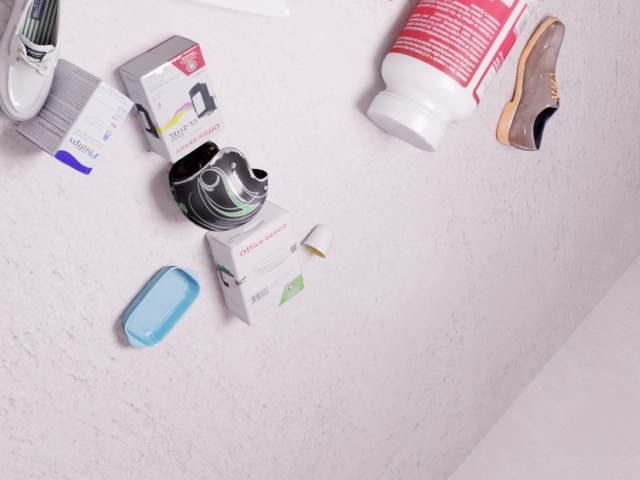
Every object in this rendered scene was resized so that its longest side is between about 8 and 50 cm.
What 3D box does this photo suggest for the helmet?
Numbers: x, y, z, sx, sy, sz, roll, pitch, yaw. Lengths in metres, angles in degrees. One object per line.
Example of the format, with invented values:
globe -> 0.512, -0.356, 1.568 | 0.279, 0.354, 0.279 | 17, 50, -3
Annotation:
helmet -> -0.183, -0.097, 1.421 | 0.169, 0.169, 0.161 | -48, 124, -15

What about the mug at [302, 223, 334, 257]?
mug -> -0.002, -0.002, 1.768 | 0.062, 0.078, 0.064 | 35, 76, -19

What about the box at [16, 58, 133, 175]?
box -> -0.378, -0.191, 1.179 | 0.137, 0.126, 0.072 | -57, 143, -2

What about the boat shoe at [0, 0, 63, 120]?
boat shoe -> -0.421, -0.281, 1.106 | 0.083, 0.076, 0.226 | 2, 108, -32

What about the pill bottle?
pill bottle -> 0.279, -0.409, 1.668 | 0.229, 0.229, 0.407 | 33, 88, -51

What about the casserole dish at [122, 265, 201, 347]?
casserole dish -> -0.317, 0.126, 1.513 | 0.188, 0.037, 0.114 | -51, 141, -10

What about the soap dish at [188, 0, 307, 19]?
soap dish -> -0.107, -0.482, 1.231 | 0.291, 0.118, 0.229 | -4, 153, -45

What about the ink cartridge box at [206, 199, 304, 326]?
ink cartridge box -> -0.133, 0.045, 1.615 | 0.160, 0.092, 0.219 | -34, 134, -29

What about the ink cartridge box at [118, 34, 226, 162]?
ink cartridge box -> -0.251, -0.243, 1.325 | 0.127, 0.072, 0.175 | -39, 136, -25

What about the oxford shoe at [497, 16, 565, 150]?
oxford shoe -> 0.610, -0.421, 2.092 | 0.130, 0.133, 0.363 | -4, 116, -45
